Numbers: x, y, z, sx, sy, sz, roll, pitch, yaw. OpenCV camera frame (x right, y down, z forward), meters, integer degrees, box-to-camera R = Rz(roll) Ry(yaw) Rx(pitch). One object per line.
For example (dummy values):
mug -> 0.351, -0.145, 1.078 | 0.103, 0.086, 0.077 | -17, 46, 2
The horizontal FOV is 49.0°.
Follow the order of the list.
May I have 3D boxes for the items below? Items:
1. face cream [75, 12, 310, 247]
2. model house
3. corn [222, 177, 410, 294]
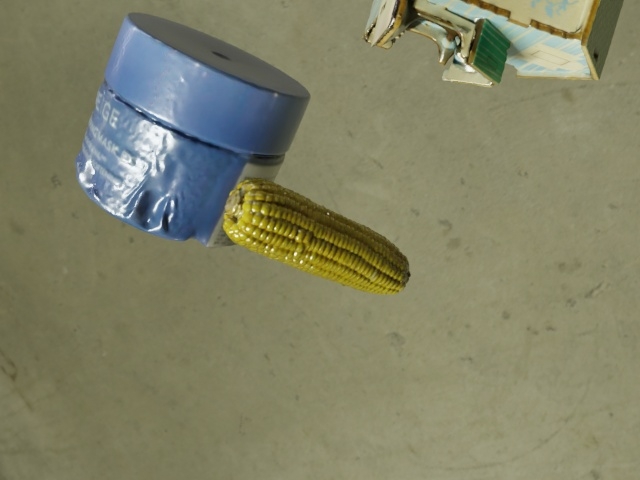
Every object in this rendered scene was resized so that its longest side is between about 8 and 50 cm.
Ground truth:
face cream -> -0.166, -0.137, 0.901 | 0.249, 0.249, 0.225 | 30, 108, 18
model house -> 0.168, -0.223, 0.616 | 0.206, 0.271, 0.178 | 15, 88, -8
corn -> 0.000, 0.000, 0.764 | 0.231, 0.080, 0.080 | 22, 139, -30
